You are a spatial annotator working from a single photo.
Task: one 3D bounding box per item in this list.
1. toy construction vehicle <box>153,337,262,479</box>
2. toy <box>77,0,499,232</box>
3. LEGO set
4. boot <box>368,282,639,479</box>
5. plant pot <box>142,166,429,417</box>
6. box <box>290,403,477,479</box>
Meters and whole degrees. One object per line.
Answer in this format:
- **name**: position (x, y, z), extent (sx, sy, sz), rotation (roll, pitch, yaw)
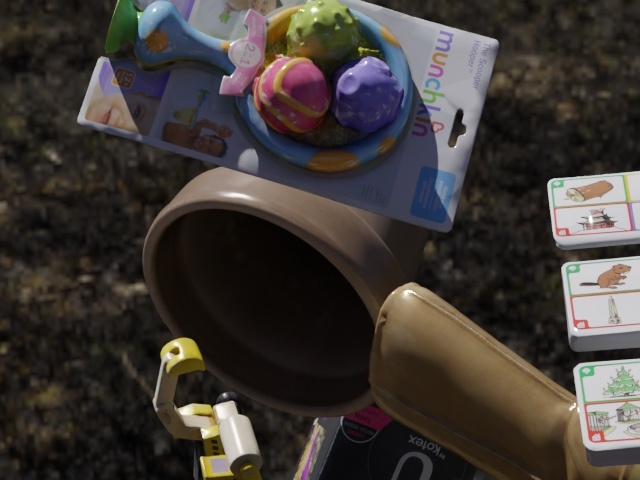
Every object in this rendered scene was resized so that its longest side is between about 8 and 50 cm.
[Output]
- **toy construction vehicle**: position (-0.040, 0.098, 0.593), extent (0.035, 0.098, 0.086), rotation (-16, 45, -6)
- **toy**: position (-0.016, -0.105, 0.903), extent (0.237, 0.056, 0.136), rotation (15, 72, 2)
- **LEGO set**: position (0.230, 0.031, 0.649), extent (0.244, 0.060, 0.182), rotation (-6, 38, 7)
- **boot**: position (0.157, 0.188, 1.219), extent (0.269, 0.236, 0.089), rotation (29, 33, 34)
- **plant pot**: position (0.000, 0.000, 1.400), extent (0.263, 0.263, 0.229), rotation (14, 44, 25)
- **box**: position (0.070, 0.247, 1.630), extent (0.165, 0.270, 0.143), rotation (21, 4, -8)
